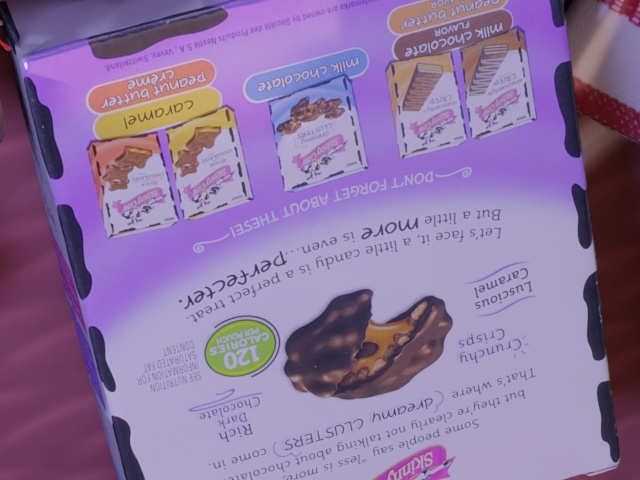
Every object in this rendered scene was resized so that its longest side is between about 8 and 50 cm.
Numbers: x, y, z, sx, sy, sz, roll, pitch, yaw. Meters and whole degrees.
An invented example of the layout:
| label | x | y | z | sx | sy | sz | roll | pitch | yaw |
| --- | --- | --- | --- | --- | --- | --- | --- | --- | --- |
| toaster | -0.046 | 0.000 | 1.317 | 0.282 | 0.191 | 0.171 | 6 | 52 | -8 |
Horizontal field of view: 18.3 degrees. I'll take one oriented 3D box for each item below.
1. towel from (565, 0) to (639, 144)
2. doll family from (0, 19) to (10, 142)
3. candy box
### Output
| label | x | y | z | sx | sy | sz | roll | pitch | yaw |
| --- | --- | --- | --- | --- | --- | --- | --- | --- | --- |
| towel | 0.246 | -0.143 | 0.670 | 0.237 | 0.037 | 0.329 | 25 | 105 | -24 |
| doll family | -0.196 | 0.006 | 0.576 | 0.163 | 0.118 | 0.263 | 40 | 80 | -22 |
| candy box | 0.000 | 0.000 | 0.640 | 0.165 | 0.070 | 0.196 | -15 | 117 | -10 |
